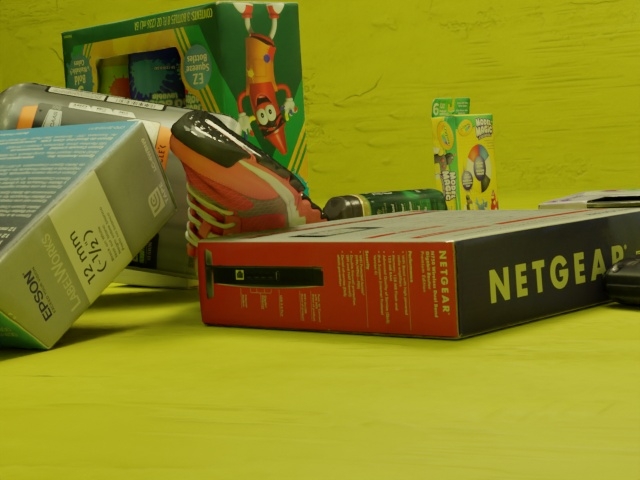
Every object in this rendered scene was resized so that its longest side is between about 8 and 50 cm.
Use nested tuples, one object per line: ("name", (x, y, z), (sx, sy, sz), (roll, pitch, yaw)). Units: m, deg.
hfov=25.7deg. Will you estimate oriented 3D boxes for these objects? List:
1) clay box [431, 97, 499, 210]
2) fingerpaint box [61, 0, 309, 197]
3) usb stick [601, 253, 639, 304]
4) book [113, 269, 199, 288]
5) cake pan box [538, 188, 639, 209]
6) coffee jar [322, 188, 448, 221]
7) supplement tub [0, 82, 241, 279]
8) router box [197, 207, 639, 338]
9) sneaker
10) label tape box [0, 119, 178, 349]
("clay box", (0.244, -0.131, 2.361), (0.053, 0.222, 0.127), (0, 6, 37))
("fingerpaint box", (-0.221, -0.162, 2.185), (0.163, 0.371, 0.445), (-7, 6, -40))
("usb stick", (0.351, 0.038, 1.163), (0.077, 0.045, 0.278), (-14, 9, -32))
("book", (-0.175, 0.040, 1.730), (0.144, 0.035, 0.096), (-2, 1, 43))
("cake pan box", (0.449, -0.034, 1.934), (0.245, 0.070, 0.267), (-4, 4, 27))
("coffee jar", (0.099, -0.037, 2.189), (0.184, 0.079, 0.096), (-6, 5, -23))
("supplement tub", (-0.256, -0.070, 1.581), (0.316, 0.194, 0.193), (8, 4, -2))
("router box", (0.105, 0.023, 1.326), (0.301, 0.082, 0.335), (0, 6, 43))
("sneaker", (-0.083, -0.019, 1.410), (0.116, 0.136, 0.314), (36, -4, 25))
("label tape box", (-0.329, 0.023, 1.289), (0.249, 0.115, 0.348), (-1, 34, 31))
